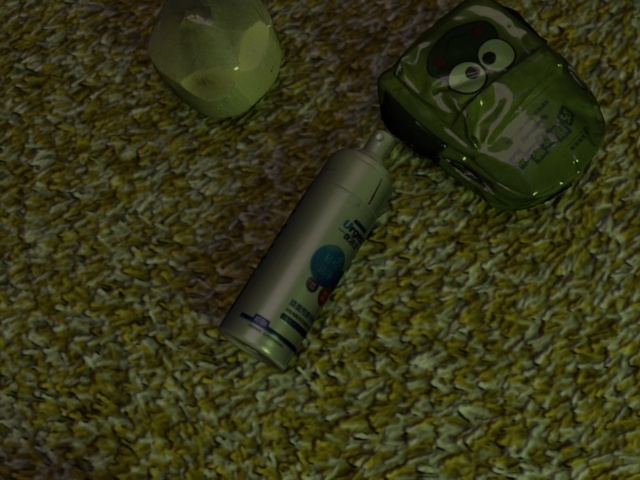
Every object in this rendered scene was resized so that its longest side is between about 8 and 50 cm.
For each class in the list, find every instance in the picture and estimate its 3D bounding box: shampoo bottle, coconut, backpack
[{"bbox_3d":[0.000,0.000,1.084,0.092,0.092,0.303,28,74,17],"label":"shampoo bottle"},{"bbox_3d":[-0.130,-0.243,1.158,0.161,0.162,0.161,-2,69,6],"label":"coconut"},{"bbox_3d":[0.203,-0.150,1.095,0.207,0.140,0.253,-43,76,-10],"label":"backpack"}]
